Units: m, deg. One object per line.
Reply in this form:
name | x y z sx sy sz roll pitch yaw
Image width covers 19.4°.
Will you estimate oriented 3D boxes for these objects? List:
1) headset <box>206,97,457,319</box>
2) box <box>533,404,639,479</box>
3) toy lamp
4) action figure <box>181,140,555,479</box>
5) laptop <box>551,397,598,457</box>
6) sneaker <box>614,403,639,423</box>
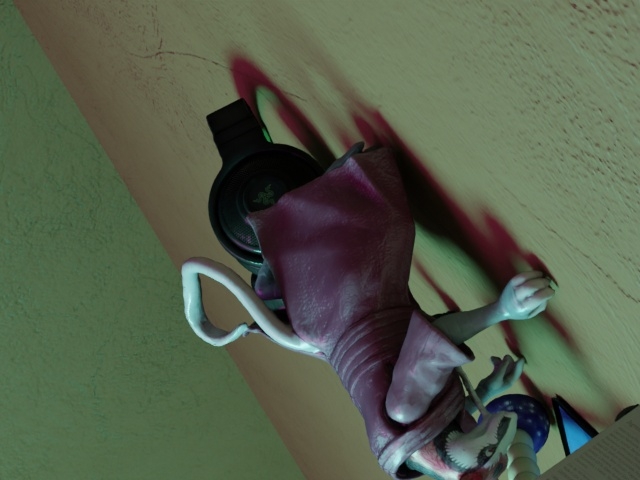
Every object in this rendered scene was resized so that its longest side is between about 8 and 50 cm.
headset | 0.000 0.000 1.964 0.243 0.185 0.394 62 -178 -46
box | 0.252 0.181 1.269 0.091 0.170 0.130 38 159 58
toy lamp | 0.183 0.230 1.658 0.080 0.080 0.274 60 -171 -20
action figure | 0.051 0.093 1.646 0.248 0.276 0.370 82 165 -53
laptop | 0.257 0.320 1.706 0.137 0.264 0.234 7 145 23
sneaker | 0.285 0.205 1.479 0.161 0.057 0.075 48 161 19
